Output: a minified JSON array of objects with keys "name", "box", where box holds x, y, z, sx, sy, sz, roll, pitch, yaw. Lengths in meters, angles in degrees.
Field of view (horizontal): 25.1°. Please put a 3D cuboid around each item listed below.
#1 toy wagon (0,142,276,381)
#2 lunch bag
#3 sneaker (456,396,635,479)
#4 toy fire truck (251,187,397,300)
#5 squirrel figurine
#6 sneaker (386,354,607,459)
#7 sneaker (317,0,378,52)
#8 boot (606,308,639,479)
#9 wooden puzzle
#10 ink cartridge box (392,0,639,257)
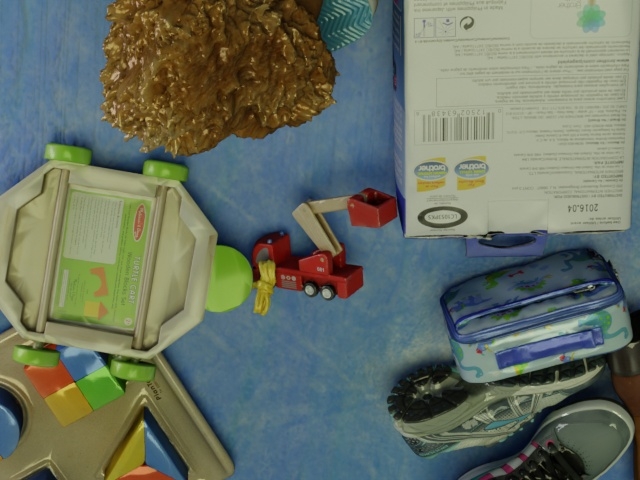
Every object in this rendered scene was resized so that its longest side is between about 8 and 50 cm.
[{"name":"toy wagon","box":[-0.226,0.033,1.737,0.344,0.068,0.267,9,91,-6]},{"name":"lunch bag","box":[0.261,0.092,1.742,0.219,0.176,0.090,-15,110,5]},{"name":"sneaker","box":[0.260,0.320,1.789,0.124,0.178,0.295,45,120,-8]},{"name":"toy fire truck","box":[0.000,0.000,1.727,0.192,0.047,0.135,9,114,30]},{"name":"squirrel figurine","box":[-0.133,-0.285,1.432,0.281,0.370,0.397,-22,73,11]},{"name":"sneaker","box":[0.229,0.197,1.835,0.283,0.110,0.122,-18,132,3]},{"name":"sneaker","box":[-0.038,-0.242,1.663,0.229,0.092,0.087,-15,112,20]},{"name":"boot","box":[0.504,0.194,1.829,0.264,0.096,0.280,-25,118,-12]},{"name":"wooden puzzle","box":[-0.332,0.260,1.844,0.348,0.080,0.322,-28,109,9]},{"name":"ink cartridge box","box":[0.220,-0.151,1.665,0.270,0.151,0.395,-2,109,0]}]
